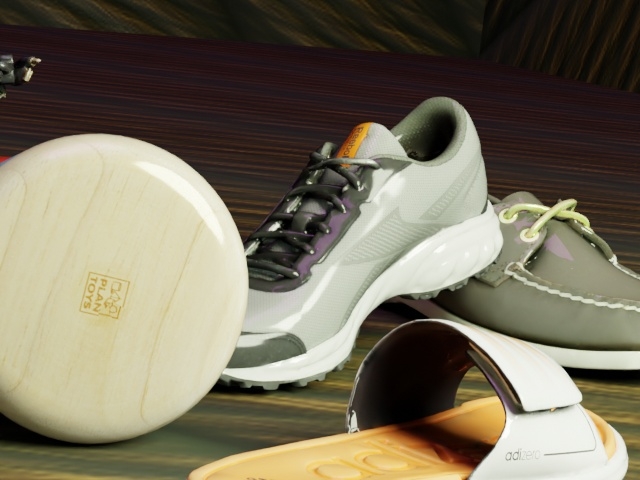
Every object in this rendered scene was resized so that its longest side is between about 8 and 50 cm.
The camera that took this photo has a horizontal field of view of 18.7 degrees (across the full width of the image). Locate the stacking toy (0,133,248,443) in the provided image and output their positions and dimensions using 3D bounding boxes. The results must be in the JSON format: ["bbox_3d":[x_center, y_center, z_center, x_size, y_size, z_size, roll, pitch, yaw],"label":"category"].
[{"bbox_3d":[-0.146,0.012,1.016,0.141,0.141,0.330,3,3,-18],"label":"stacking toy"}]

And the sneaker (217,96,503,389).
[{"bbox_3d":[0.000,0.000,1.083,0.100,0.108,0.271,14,31,36],"label":"sneaker"}]

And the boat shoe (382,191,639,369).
[{"bbox_3d":[0.116,0.012,1.222,0.109,0.091,0.305,0,11,-35],"label":"boat shoe"}]

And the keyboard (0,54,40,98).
[{"bbox_3d":[-0.277,-0.063,1.225,0.201,0.033,0.317,-40,21,-10],"label":"keyboard"}]

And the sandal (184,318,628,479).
[{"bbox_3d":[0.050,0.076,0.849,0.102,0.076,0.265,14,12,39],"label":"sandal"}]
